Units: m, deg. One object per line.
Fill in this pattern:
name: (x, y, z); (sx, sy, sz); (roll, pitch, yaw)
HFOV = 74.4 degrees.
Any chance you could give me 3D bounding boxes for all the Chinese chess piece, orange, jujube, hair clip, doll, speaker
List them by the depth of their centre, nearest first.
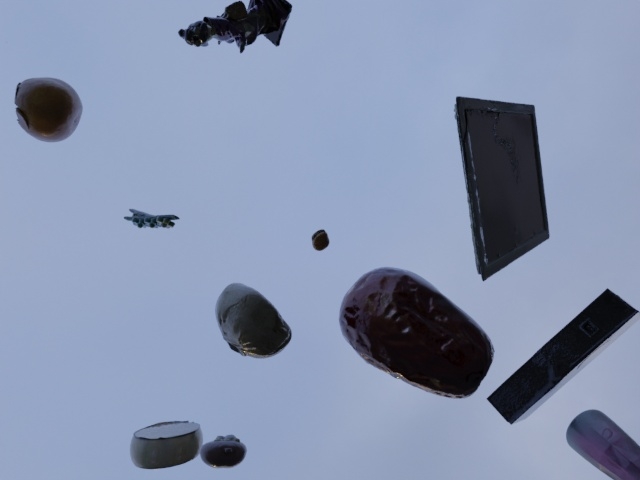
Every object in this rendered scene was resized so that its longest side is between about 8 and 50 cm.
speaker: (0.331, 0.161, 0.573); (0.082, 0.044, 0.218); (18, -64, -48)
Chinese chess piece: (-0.269, 0.357, 0.741); (0.122, 0.122, 0.051); (6, -103, -38)
jujube: (0.196, 0.191, 0.891); (0.223, 0.318, 0.223); (-49, -22, -28)
orange: (-0.646, -0.312, 0.998); (0.134, 0.154, 0.155); (29, -88, -15)
hair clip: (-0.420, -0.049, 1.049); (0.049, 0.172, 0.049); (-22, -66, -60)
doll: (-0.319, 0.661, 1.325); (0.145, 0.188, 0.096); (30, -126, -40)

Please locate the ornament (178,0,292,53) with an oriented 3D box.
ornament: (-0.132, -0.334, 0.666); (0.203, 0.081, 0.088); (-54, -1, -41)

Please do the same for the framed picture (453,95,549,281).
framed picture: (0.256, -0.081, 0.575); (0.273, 0.016, 0.217); (-14, -83, -46)

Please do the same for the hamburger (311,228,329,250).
hamburger: (0.000, 0.000, 1.662); (0.076, 0.044, 0.083); (-30, -46, -11)

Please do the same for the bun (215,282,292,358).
bun: (-0.148, 0.176, 0.871); (0.113, 0.173, 0.167); (-49, -16, -23)

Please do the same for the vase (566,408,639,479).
vase: (0.507, 0.372, 0.671); (0.086, 0.214, 0.086); (-4, -73, -13)
